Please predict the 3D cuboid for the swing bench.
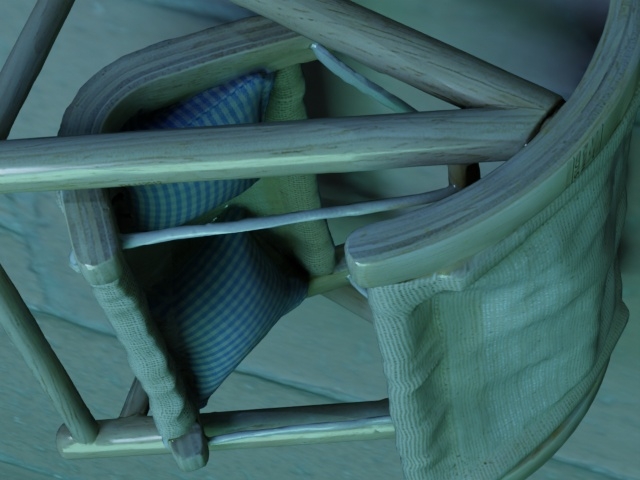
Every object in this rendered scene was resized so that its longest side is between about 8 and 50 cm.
[{"bbox_3d":[0.000,0.000,0.619,0.255,0.165,0.253,11,152,15],"label":"swing bench"}]
